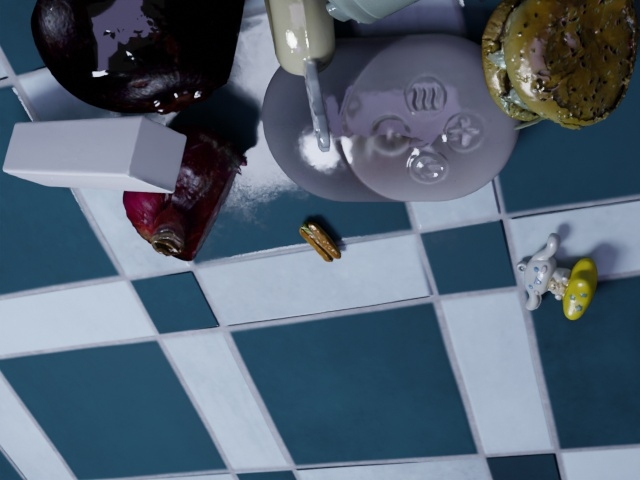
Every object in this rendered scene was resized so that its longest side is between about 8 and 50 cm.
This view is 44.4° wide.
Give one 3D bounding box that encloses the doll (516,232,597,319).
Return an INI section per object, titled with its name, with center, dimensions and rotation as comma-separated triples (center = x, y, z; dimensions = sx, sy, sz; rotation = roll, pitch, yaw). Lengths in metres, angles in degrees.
[doll]
center = 0.341, 0.048, 1.128
dimensions = 0.113, 0.071, 0.135
rotation = 1, 121, 34

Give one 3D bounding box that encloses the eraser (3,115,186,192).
[eraser]
center = -0.309, -0.115, 1.048
dimensions = 0.298, 0.078, 0.076
rotation = 6, 170, 40

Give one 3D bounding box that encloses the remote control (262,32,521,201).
[remote control]
center = 0.087, -0.152, 1.006
dimensions = 0.332, 0.103, 0.221
rotation = 1, 116, 13

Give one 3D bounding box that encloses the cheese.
[cheese]
center = -0.019, -0.229, 0.908
dimensions = 0.071, 0.163, 0.249
rotation = -11, 102, -3

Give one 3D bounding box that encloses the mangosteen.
[mangosteen]
center = -0.199, -0.286, 0.896
dimensions = 0.233, 0.287, 0.287
rotation = 7, 127, -4

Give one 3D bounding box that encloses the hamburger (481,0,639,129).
[hamburger]
center = 0.274, -0.206, 0.891
dimensions = 0.177, 0.113, 0.185
rotation = 28, 90, -33

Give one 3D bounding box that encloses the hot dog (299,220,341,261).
[hot dog]
center = 0.000, 0.000, 1.187
dimensions = 0.037, 0.021, 0.083
rotation = -19, 120, 36

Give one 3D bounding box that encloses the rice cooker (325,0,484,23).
[rice cooker]
center = 0.083, -0.357, 0.774
dimensions = 0.227, 0.241, 0.280
rotation = -21, 107, 26

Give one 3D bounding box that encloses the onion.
[onion]
center = -0.199, -0.052, 1.069
dimensions = 0.140, 0.218, 0.195
rotation = 34, 125, -10
